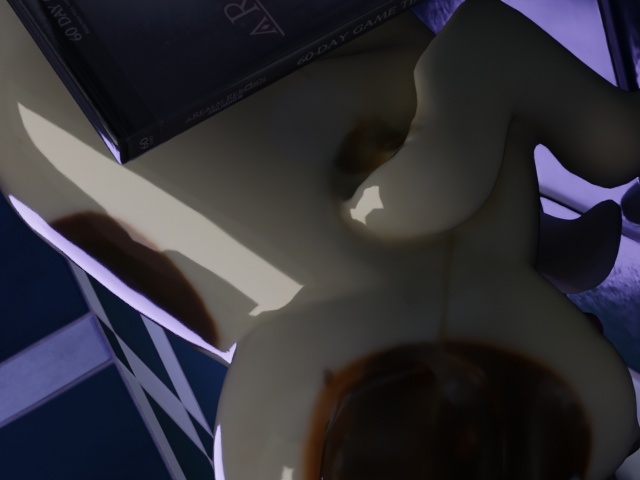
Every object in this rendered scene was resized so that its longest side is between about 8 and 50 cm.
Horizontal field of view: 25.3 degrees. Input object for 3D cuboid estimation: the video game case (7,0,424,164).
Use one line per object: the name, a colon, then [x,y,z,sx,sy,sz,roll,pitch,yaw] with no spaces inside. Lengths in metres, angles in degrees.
video game case: [-0.025,-0.176,0.667,0.196,0.274,0.026,54,162,18]

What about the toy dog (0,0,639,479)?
toy dog: [0.000,0.000,0.735,0.408,0.395,0.284,61,154,21]
